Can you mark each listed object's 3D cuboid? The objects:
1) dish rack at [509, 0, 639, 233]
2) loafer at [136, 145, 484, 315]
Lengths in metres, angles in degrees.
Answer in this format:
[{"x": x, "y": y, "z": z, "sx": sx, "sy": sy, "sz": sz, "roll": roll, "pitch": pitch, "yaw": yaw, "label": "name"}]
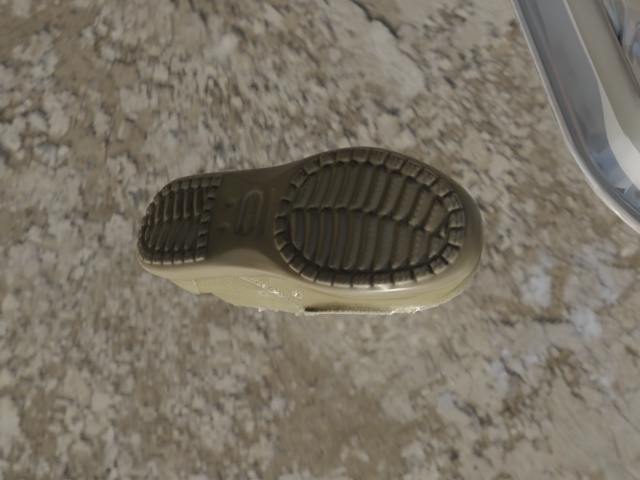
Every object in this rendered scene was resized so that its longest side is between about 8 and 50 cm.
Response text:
[{"x": 0.247, "y": -0.094, "z": 0.826, "sx": 0.333, "sy": 0.285, "sz": 0.072, "roll": 18, "pitch": 135, "yaw": -35, "label": "dish rack"}, {"x": 0.000, "y": 0.000, "z": 0.949, "sx": 0.092, "sy": 0.268, "sz": 0.102, "roll": 33, "pitch": 67, "yaw": -48, "label": "loafer"}]
